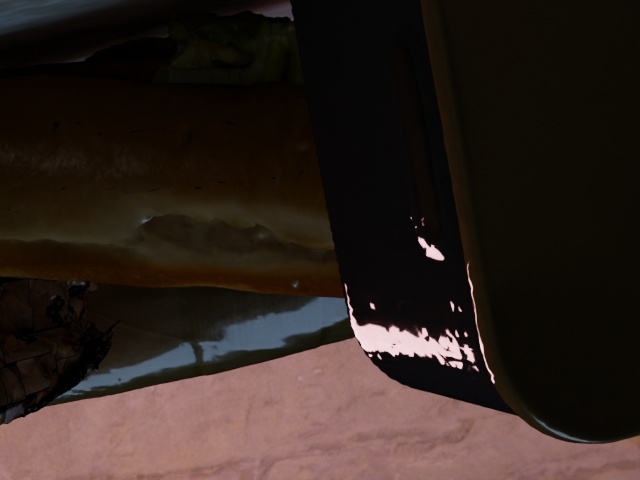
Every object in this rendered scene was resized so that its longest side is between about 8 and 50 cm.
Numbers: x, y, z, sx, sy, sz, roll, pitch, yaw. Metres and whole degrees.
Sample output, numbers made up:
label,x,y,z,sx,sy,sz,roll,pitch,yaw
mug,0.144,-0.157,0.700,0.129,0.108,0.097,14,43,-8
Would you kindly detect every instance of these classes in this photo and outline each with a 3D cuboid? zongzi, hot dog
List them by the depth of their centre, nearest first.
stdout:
label,x,y,z,sx,sy,sz,roll,pitch,yaw
hot dog,-0.012,-0.035,0.593,0.337,0.100,0.135,2,-173,24
zongzi,0.000,0.000,0.796,0.300,0.145,0.274,-34,-171,-26

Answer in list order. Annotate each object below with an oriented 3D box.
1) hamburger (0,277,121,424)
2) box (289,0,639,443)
label,x,y,z,sx,sy,sz,roll,pitch,yaw
hamburger,-0.203,0.015,0.756,0.231,0.107,0.231,-1,-167,0
box,0.098,-0.039,0.417,0.201,0.145,0.090,-14,-175,-25
